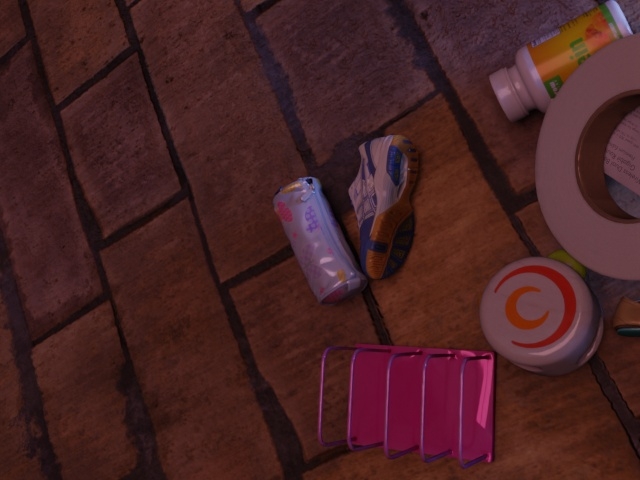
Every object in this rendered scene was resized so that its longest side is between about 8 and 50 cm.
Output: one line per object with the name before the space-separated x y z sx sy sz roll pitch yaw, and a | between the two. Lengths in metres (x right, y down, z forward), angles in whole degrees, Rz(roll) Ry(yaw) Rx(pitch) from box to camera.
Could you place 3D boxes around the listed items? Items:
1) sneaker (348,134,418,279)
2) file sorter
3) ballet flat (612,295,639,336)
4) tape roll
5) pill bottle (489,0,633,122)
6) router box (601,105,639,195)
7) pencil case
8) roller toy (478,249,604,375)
sneaker | 0.118 -0.067 1.482 0.131 0.112 0.297 5 81 46
file sorter | 0.157 0.299 1.336 0.290 0.182 0.202 -1 81 29
ballet flat | 0.603 0.128 1.180 0.232 0.080 0.073 4 69 28
tape roll | 0.507 -0.129 1.131 0.392 0.072 0.392 -1 89 58
pill bottle | 0.441 -0.315 1.309 0.245 0.136 0.136 -26 70 23
router box | 0.617 -0.174 1.099 0.335 0.082 0.301 50 130 47
pencil case | 0.000 0.000 1.514 0.124 0.113 0.273 -42 63 39
roller toy | 0.385 0.136 1.257 0.209 0.146 0.191 -24 60 23
